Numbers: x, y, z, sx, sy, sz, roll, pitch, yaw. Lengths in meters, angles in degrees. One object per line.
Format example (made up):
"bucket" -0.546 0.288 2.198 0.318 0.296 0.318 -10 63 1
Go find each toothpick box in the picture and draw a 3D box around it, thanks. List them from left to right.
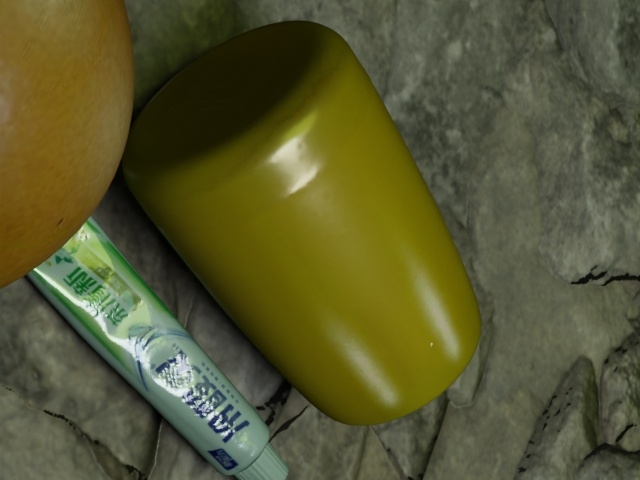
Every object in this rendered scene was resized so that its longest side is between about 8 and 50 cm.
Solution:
"toothpick box" 0.000 0.000 1.115 0.175 0.175 0.271 -52 124 -29

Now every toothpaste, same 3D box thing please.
"toothpaste" -0.120 0.069 1.092 0.297 0.048 0.075 51 61 -25

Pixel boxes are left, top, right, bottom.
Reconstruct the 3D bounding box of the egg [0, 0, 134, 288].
"egg" -0.258 -0.107 0.805 0.351 0.282 0.283 25 73 -37
